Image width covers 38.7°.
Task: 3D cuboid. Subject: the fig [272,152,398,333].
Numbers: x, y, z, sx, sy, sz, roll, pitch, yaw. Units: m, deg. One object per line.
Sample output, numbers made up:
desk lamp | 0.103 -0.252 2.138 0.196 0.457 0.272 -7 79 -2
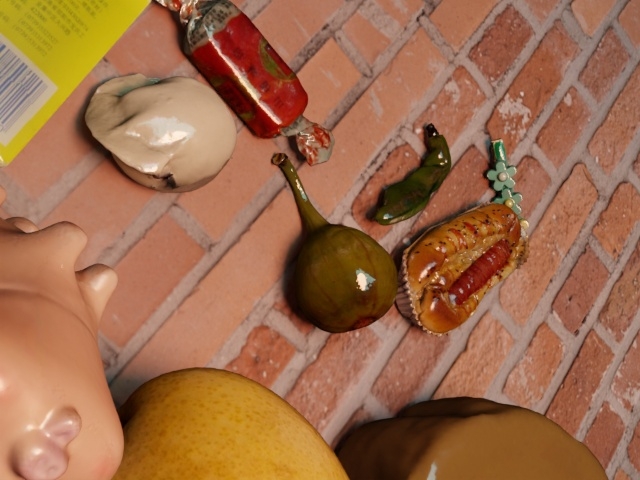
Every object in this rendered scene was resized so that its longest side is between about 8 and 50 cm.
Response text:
fig | 0.000 0.000 1.091 0.124 0.124 0.236 -17 68 -37

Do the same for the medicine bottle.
medicine bottle | -0.299 -0.186 0.868 0.141 0.137 0.250 45 59 -20

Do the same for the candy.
candy | -0.086 -0.199 1.073 0.292 0.059 0.086 49 61 -18

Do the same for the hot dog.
hot dog | 0.195 0.030 1.229 0.253 0.069 0.131 -33 101 -36

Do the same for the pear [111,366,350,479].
pear | -0.104 0.283 0.833 0.314 0.314 0.314 7 78 -35

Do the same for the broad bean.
broad bean | 0.128 -0.075 1.213 0.061 0.046 0.195 39 56 -11

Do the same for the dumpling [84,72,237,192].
dumpling | -0.166 -0.126 0.989 0.176 0.092 0.150 -35 89 -29

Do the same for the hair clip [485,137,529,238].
hair clip | 0.269 -0.061 1.320 0.049 0.049 0.173 -16 93 -37

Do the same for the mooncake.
mooncake | 0.162 0.372 1.076 0.378 0.201 0.378 3 84 -33

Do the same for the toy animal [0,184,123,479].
toy animal | -0.287 0.091 0.731 0.269 0.326 0.237 -52 137 -15
